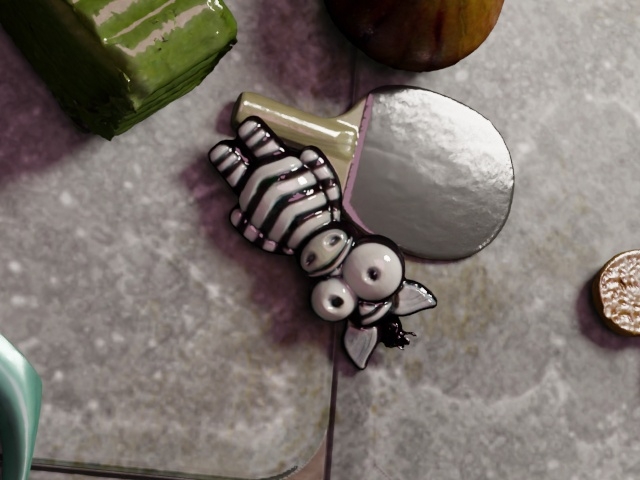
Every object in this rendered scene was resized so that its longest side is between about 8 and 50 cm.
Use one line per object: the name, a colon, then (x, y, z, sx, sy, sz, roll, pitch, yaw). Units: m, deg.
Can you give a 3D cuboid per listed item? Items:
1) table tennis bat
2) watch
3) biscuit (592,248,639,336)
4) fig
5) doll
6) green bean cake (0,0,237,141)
table tennis bat: (0.046, -0.067, 1.299, 0.246, 0.022, 0.138, 17, 76, -15)
watch: (-0.298, 0.124, 1.115, 0.237, 0.068, 0.195, 45, 64, -13)
biscuit: (0.322, 0.062, 1.357, 0.205, 0.031, 0.138, 16, 75, -15)
fig: (0.072, -0.208, 1.262, 0.148, 0.202, 0.149, 40, 106, 7)
doll: (0.000, 0.000, 1.245, 0.091, 0.067, 0.219, -40, 95, 8)
green bean cake: (-0.166, -0.182, 1.151, 0.113, 0.214, 0.200, -37, 92, -16)
